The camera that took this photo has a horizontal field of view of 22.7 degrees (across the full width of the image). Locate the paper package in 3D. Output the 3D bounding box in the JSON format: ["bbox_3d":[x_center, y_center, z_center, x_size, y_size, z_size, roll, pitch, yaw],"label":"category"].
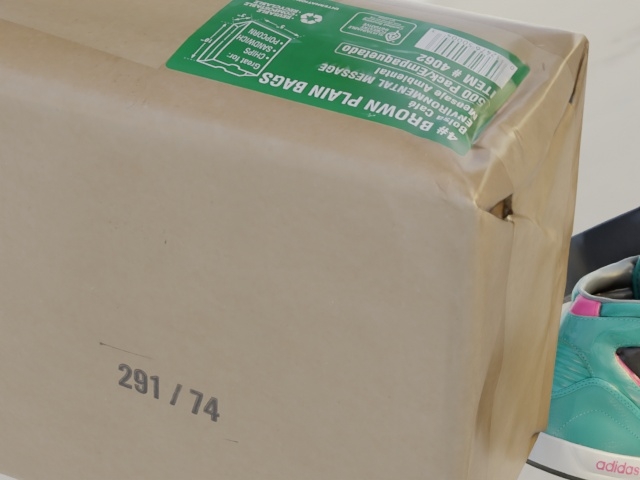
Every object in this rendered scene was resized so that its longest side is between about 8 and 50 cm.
[{"bbox_3d":[-0.042,0.015,0.868,0.325,0.309,0.168,16,41,20],"label":"paper package"}]

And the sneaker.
[{"bbox_3d":[0.277,0.089,1.168,0.295,0.178,0.124,9,6,-36],"label":"sneaker"}]

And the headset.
[{"bbox_3d":[0.372,-0.059,1.445,0.394,0.185,0.243,-21,-7,6],"label":"headset"}]
